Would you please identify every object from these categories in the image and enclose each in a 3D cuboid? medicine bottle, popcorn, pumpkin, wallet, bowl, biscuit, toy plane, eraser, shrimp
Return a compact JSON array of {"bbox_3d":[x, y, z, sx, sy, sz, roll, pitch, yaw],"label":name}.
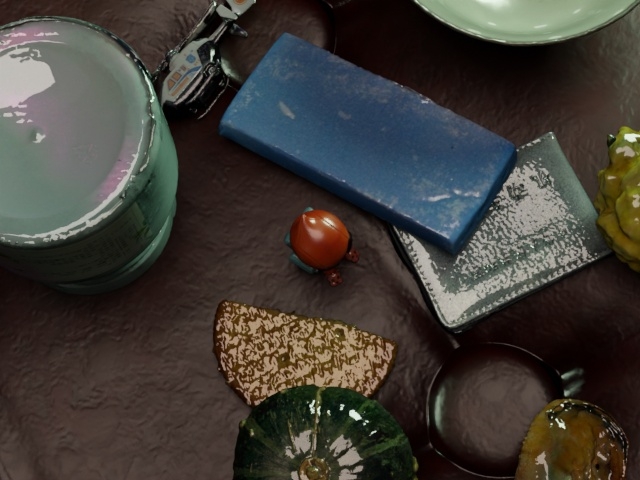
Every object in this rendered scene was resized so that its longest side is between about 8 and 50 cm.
[{"bbox_3d":[-0.266,-0.072,1.791,0.245,0.290,0.245,-1,74,4],"label":"medicine bottle"},{"bbox_3d":[0.401,-0.048,1.803,0.218,0.169,0.189,-34,51,8],"label":"popcorn"},{"bbox_3d":[0.002,0.239,1.760,0.190,0.146,0.190,-2,86,24],"label":"pumpkin"},{"bbox_3d":[0.196,-0.008,1.879,0.222,0.036,0.167,-25,74,-5],"label":"wallet"},{"bbox_3d":[0.225,-0.345,1.912,0.337,0.157,0.337,-1,73,3],"label":"bowl"},{"bbox_3d":[-0.026,0.138,1.854,0.206,0.025,0.126,13,75,8],"label":"biscuit"},{"bbox_3d":[-0.137,-0.210,1.948,0.078,0.053,0.197,33,82,20],"label":"toy plane"},{"bbox_3d":[0.051,-0.112,1.887,0.312,0.043,0.144,28,69,17],"label":"eraser"},{"bbox_3d":[0.256,0.293,1.775,0.117,0.066,0.262,8,76,5],"label":"shrimp"}]

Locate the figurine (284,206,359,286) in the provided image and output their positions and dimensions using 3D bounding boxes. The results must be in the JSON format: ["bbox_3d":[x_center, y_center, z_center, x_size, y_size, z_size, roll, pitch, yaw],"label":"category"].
[{"bbox_3d":[0.000,0.000,1.833,0.075,0.140,0.068,36,83,12],"label":"figurine"}]
